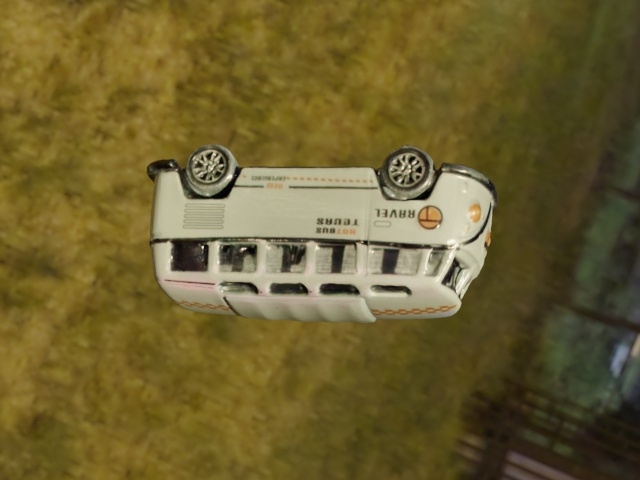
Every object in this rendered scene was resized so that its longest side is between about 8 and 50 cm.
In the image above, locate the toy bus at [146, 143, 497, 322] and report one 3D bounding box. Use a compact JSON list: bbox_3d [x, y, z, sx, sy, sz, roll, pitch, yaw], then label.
[{"bbox_3d":[0.000,0.000,0.785,0.087,0.194,0.089,58,35,-68],"label":"toy bus"}]
